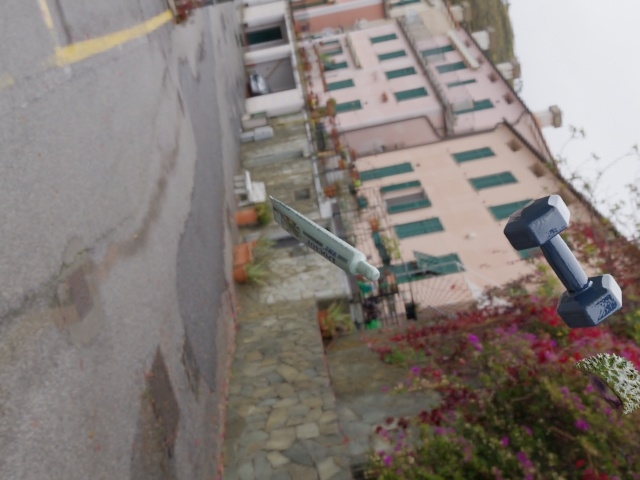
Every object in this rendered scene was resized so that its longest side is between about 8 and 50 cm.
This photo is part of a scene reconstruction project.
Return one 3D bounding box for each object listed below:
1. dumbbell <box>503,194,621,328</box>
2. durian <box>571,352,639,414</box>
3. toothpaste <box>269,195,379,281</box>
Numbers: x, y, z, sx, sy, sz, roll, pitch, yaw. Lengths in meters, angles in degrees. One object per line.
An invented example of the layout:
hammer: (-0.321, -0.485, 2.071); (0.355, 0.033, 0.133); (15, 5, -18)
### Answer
dumbbell: (0.584, 0.053, 1.654); (0.325, 0.160, 0.144); (54, 4, -9)
durian: (0.735, 0.348, 1.686); (0.187, 0.119, 0.108); (48, 3, 4)
toothpaste: (0.000, 0.000, 1.125); (0.255, 0.037, 0.067); (34, -28, 36)
